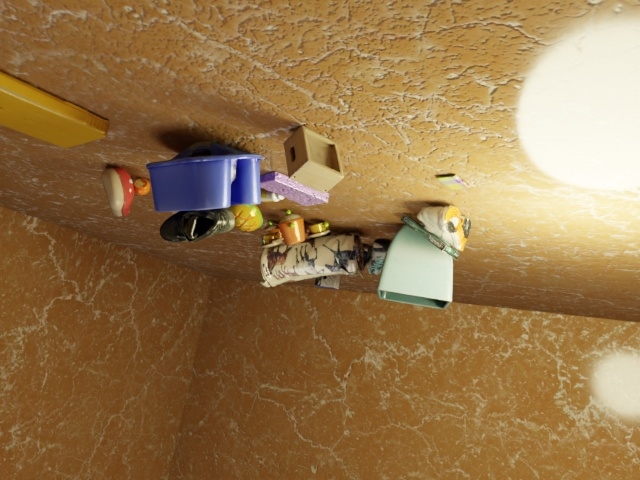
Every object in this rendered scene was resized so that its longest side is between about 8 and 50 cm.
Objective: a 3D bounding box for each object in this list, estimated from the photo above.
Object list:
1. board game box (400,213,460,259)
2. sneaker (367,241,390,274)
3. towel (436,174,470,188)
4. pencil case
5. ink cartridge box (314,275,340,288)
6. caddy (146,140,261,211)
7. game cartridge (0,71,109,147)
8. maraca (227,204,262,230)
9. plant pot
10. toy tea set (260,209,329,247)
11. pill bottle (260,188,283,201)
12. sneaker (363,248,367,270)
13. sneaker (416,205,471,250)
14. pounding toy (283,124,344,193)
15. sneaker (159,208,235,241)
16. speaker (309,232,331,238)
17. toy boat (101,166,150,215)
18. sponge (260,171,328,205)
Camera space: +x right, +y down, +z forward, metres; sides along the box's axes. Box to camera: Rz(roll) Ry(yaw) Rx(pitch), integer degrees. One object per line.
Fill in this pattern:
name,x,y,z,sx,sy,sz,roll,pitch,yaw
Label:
board game box,0.354,-0.012,1.780,0.186,0.026,0.126,41,-170,34
sneaker,0.256,0.082,2.304,0.109,0.122,0.283,10,168,-2
towel,0.341,-0.150,1.421,0.060,0.010,0.083,0,163,45
pencil case,-0.034,0.081,2.165,0.409,0.184,0.160,-10,140,9
ink cartridge box,0.043,0.099,2.359,0.097,0.207,0.046,4,167,27
caddy,-0.310,-0.176,1.484,0.341,0.179,0.241,1,-172,39
game cartridge,-0.752,-0.334,1.434,0.285,0.053,0.323,0,166,41
maraca,-0.279,-0.104,1.979,0.127,0.099,0.186,-6,137,23
plant pot,0.341,0.086,1.936,0.246,0.253,0.248,9,168,9
toy tea set,-0.131,-0.055,2.123,0.199,0.125,0.335,-19,-173,-42
pill bottle,-0.158,-0.147,1.785,0.083,0.044,0.043,3,166,33
sneaker,0.150,0.061,2.433,0.081,0.091,0.232,14,-171,-23
sneaker,0.380,-0.049,1.704,0.120,0.099,0.262,15,167,33
pounding toy,-0.021,-0.188,1.298,0.130,0.141,0.100,20,137,-38
sneaker,-0.353,-0.039,1.459,0.227,0.087,0.130,-5,-177,24
speaker,0.000,0.000,2.306,0.055,0.055,0.136,15,168,-22
toy boat,-0.673,-0.178,1.935,0.151,0.151,0.231,-18,178,-20
sponge,-0.088,-0.157,1.707,0.210,0.031,0.117,19,165,-37
